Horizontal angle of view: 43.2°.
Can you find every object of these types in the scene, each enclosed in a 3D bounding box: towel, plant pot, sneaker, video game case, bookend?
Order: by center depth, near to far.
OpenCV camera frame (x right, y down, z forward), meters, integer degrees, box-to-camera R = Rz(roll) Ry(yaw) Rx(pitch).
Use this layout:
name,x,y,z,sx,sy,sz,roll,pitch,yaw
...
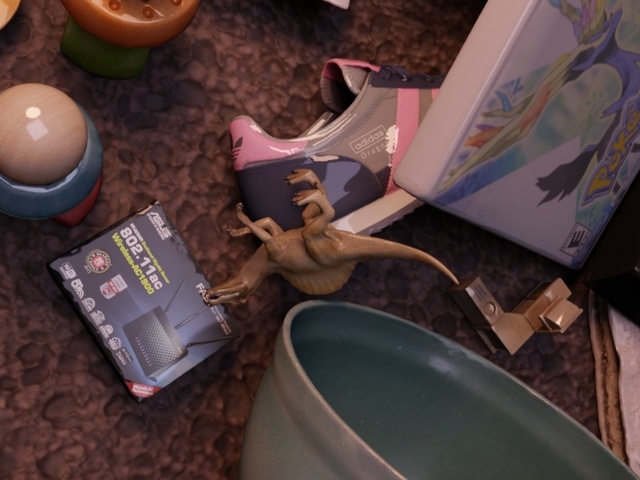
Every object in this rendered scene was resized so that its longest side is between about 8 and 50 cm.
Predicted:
name,x,y,z,sx,sy,sz,roll,pitch,yaw
plant pot,0.062,0.201,0.549,0.293,0.293,0.196,24,103,-18
video game case,0.217,-0.146,0.607,0.300,0.036,0.329,17,105,-52
sneaker,0.074,-0.106,0.651,0.319,0.112,0.131,-32,100,-22
bookend,0.341,0.012,0.717,0.156,0.072,0.157,34,71,-9
towel,0.350,0.148,0.769,0.187,0.049,0.282,-4,87,-21

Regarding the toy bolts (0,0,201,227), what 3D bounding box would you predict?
name,x,y,z,sx,sy,sz,roll,pitch,yaw
toy bolts,-0.194,-0.131,0.523,0.218,0.158,0.229,12,81,-20

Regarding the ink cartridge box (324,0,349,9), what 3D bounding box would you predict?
name,x,y,z,sx,sy,sz,roll,pitch,yaw
ink cartridge box,-0.078,-0.332,0.641,0.275,0.060,0.239,18,80,-20

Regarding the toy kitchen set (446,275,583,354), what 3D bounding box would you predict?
name,x,y,z,sx,sy,sz,roll,pitch,yaw
toy kitchen set,0.174,0.046,0.698,0.083,0.068,0.075,-40,100,-20

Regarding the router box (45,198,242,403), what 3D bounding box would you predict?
name,x,y,z,sx,sy,sz,roll,pitch,yaw
router box,-0.129,0.045,0.596,0.092,0.038,0.122,-34,98,-21

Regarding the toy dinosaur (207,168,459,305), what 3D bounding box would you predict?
name,x,y,z,sx,sy,sz,roll,pitch,yaw
toy dinosaur,0.000,0.000,0.565,0.053,0.183,0.093,-69,144,-54
